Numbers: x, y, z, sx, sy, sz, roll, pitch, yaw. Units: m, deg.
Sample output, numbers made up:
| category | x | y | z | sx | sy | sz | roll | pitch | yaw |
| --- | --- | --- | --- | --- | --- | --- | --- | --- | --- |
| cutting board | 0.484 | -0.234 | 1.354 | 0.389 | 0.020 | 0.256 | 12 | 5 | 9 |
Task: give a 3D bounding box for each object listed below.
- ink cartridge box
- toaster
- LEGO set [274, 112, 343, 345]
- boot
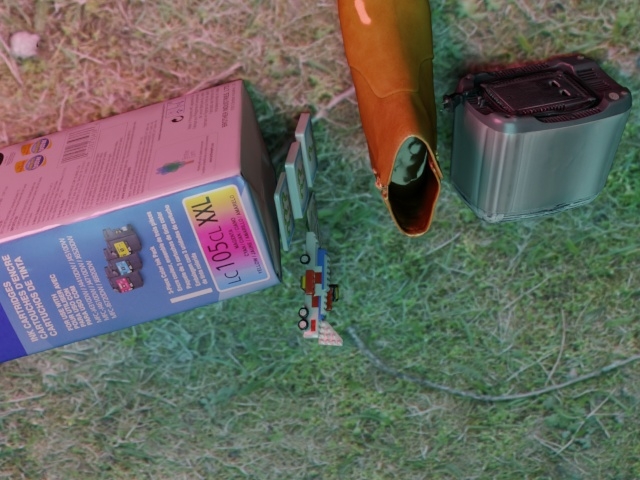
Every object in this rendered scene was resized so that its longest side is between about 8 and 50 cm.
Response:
| category | x | y | z | sx | sy | sz | roll | pitch | yaw |
| --- | --- | --- | --- | --- | --- | --- | --- | --- | --- |
| ink cartridge box | -0.251 | -0.019 | 1.438 | 0.396 | 0.270 | 0.151 | -14 | 117 | 5 |
| toaster | 0.236 | -0.112 | 1.483 | 0.227 | 0.129 | 0.146 | -13 | 128 | -22 |
| LEGO set | 0.000 | 0.000 | 1.520 | 0.060 | 0.182 | 0.244 | -1 | 125 | 12 |
| boot | 0.086 | -0.169 | 1.404 | 0.104 | 0.211 | 0.295 | -10 | 122 | 1 |
